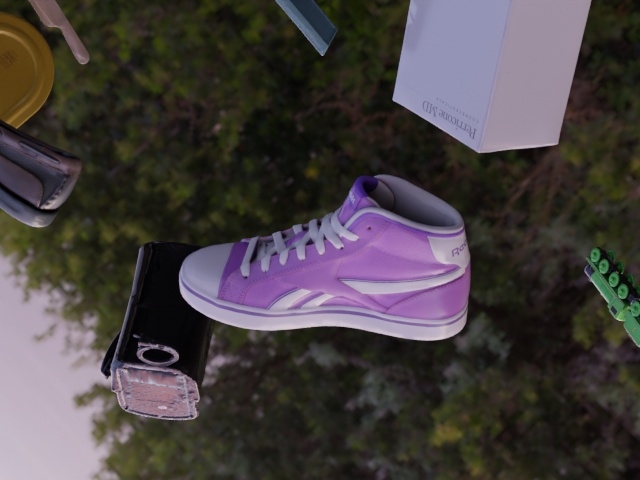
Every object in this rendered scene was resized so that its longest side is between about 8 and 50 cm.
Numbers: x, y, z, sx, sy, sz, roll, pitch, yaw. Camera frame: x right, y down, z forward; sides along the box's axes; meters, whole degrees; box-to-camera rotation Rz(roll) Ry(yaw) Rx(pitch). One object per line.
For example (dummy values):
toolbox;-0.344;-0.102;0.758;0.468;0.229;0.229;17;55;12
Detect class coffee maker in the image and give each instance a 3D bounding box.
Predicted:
coffee maker;-0.167;0.092;1.550;0.120;0.178;0.171;19;144;-16

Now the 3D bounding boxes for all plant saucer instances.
plant saucer;-0.043;-0.356;1.949;0.018;0.067;0.192;-30;112;34

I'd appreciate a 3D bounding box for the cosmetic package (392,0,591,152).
cosmetic package;0.246;-0.336;1.850;0.217;0.156;0.385;36;124;48

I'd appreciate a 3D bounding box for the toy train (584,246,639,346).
toy train;0.187;0.035;0.838;0.024;0.017;0.083;-67;31;29

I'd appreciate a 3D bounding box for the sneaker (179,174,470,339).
sneaker;0.000;-0.001;1.270;0.282;0.102;0.161;2;130;7

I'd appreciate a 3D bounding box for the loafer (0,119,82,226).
loafer;-0.354;-0.126;1.341;0.267;0.084;0.096;39;-164;-6

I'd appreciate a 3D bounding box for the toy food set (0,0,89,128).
toy food set;-0.362;-0.187;1.471;0.128;0.218;0.071;51;179;-28
